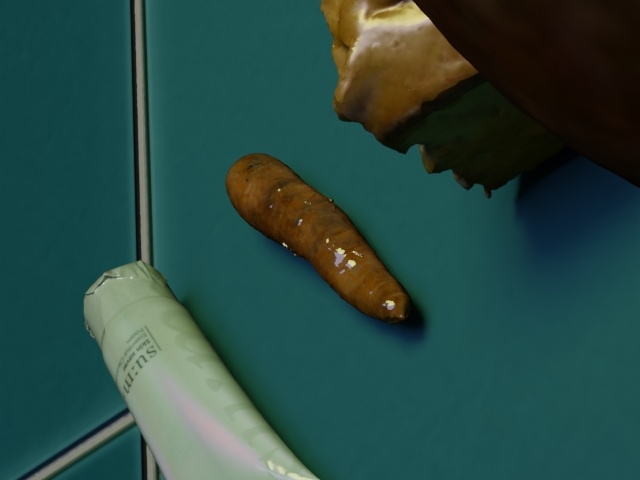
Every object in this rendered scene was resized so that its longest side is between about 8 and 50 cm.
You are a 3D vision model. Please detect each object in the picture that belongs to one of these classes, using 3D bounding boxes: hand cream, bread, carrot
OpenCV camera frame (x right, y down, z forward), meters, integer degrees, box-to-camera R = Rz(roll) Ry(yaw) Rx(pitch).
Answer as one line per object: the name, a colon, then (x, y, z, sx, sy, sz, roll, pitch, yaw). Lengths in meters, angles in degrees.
hand cream: (-0.059, 0.086, 0.861, 0.078, 0.050, 0.205, -53, 42, 14)
bread: (0.084, -0.143, 0.765, 0.139, 0.143, 0.229, -19, 57, 29)
carrot: (0.000, -0.002, 0.854, 0.036, 0.035, 0.165, -58, 39, 6)

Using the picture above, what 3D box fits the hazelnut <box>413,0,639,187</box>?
hazelnut: (0.180, -0.173, 0.488, 0.409, 0.359, 0.359, 9, 75, 36)
